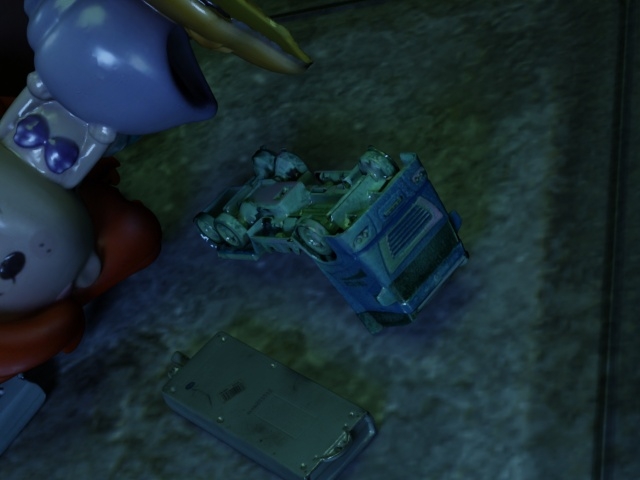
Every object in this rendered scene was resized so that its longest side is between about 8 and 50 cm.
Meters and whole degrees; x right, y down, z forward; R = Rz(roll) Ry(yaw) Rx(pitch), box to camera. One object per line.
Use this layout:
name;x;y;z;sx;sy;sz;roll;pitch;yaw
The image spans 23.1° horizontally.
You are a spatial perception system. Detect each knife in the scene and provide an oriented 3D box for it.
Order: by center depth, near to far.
knife;-0.208;0.132;0.819;0.044;0.023;0.162;12;53;42

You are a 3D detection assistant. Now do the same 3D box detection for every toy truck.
toy truck;0.000;0.000;0.828;0.067;0.081;0.175;-47;25;-24

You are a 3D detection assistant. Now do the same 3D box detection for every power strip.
power strip;-0.031;0.082;0.781;0.136;0.019;0.051;23;61;43

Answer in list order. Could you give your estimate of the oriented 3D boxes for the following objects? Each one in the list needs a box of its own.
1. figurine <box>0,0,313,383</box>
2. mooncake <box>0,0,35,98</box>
figurine;-0.141;-0.044;0.839;0.257;0.181;0.208;-51;38;11
mooncake;-0.273;-0.168;1.067;0.325;0.174;0.334;-6;40;18
